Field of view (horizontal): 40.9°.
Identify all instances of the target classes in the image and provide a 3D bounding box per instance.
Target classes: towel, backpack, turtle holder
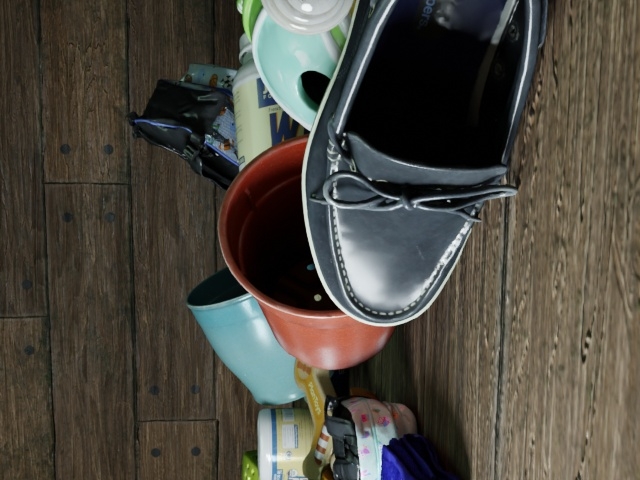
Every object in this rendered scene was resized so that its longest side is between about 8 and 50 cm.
[{"bbox_3d":[0.112,0.405,1.018,0.227,0.076,0.308,-161,71,-84],"label":"towel"},{"bbox_3d":[-0.180,-0.200,1.620,0.276,0.263,0.213,26,77,48],"label":"backpack"},{"bbox_3d":[0.072,0.285,1.216,0.182,0.115,0.152,126,132,-78],"label":"backpack"},{"bbox_3d":[0.066,-0.244,0.922,0.320,0.243,0.228,-35,63,34],"label":"turtle holder"}]

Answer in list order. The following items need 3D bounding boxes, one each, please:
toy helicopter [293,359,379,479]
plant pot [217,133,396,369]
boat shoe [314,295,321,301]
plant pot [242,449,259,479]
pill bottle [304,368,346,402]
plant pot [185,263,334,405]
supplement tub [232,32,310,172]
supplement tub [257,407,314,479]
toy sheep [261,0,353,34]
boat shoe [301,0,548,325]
[{"bbox_3d":[0.026,0.314,1.489,0.235,0.140,0.355,-60,34,31],"label":"toy helicopter"},{"bbox_3d":[0.014,0.038,1.188,0.265,0.272,0.273,84,-178,-60],"label":"plant pot"},{"bbox_3d":[0.046,0.121,1.561,0.302,0.113,0.103,93,-164,-53],"label":"boat shoe"},{"bbox_3d":[-0.041,0.561,1.796,0.207,0.227,0.228,158,110,-78],"label":"plant pot"},{"bbox_3d":[0.010,0.307,1.873,0.094,0.094,0.170,-146,56,-83],"label":"pill bottle"},{"bbox_3d":[-0.094,0.177,1.726,0.272,0.271,0.255,-115,2,-76],"label":"plant pot"},{"bbox_3d":[-0.023,-0.180,1.424,0.235,0.235,0.325,134,130,-81],"label":"supplement tub"},{"bbox_3d":[-0.022,0.400,1.681,0.144,0.199,0.144,180,90,-84],"label":"supplement tub"},{"bbox_3d":[-0.009,-0.215,0.716,0.132,0.091,0.091,-118,28,-79],"label":"toy sheep"},{"bbox_3d":[0.085,-0.089,0.786,0.156,0.186,0.500,-88,8,-49],"label":"boat shoe"}]
